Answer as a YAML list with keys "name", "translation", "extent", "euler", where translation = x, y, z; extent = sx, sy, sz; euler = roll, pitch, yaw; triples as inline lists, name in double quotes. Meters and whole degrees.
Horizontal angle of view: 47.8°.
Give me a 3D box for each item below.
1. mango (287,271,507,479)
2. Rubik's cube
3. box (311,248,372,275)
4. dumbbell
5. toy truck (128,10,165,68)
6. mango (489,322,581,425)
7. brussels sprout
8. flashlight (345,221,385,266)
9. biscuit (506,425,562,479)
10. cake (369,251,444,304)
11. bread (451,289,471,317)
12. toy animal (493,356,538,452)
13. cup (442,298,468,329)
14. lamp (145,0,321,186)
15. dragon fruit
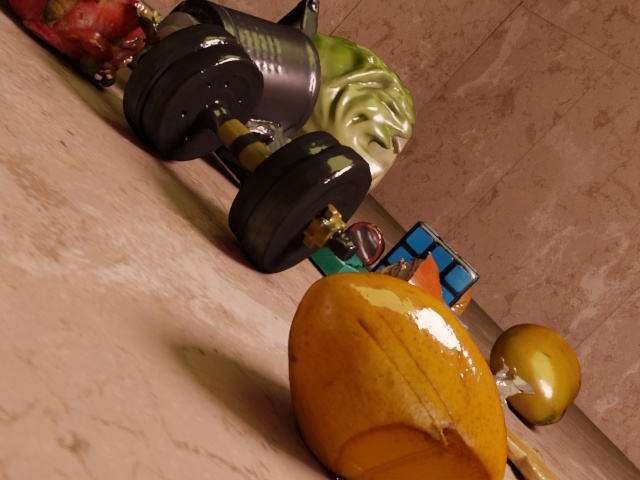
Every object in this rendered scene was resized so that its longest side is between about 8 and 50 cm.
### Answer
- name: "mango"
  translation: [0.059, 0.122, 0.578]
  extent: [0.252, 0.154, 0.126]
  euler: [54, -5, -29]
- name: "Rubik's cube"
  translation: [0.203, 0.070, 1.438]
  extent: [0.160, 0.162, 0.163]
  euler: [45, 7, 7]
- name: "box"
  translation: [0.000, 0.000, 1.236]
  extent: [0.226, 0.042, 0.161]
  euler: [48, 10, 31]
- name: "dumbbell"
  translation: [-0.092, -0.116, 0.899]
  extent: [0.388, 0.185, 0.185]
  euler: [46, 9, 18]
- name: "toy truck"
  translation: [-0.330, -0.372, 1.313]
  extent: [0.076, 0.111, 0.077]
  euler: [48, 15, 32]
- name: "mango"
  translation: [0.471, 0.294, 1.590]
  extent: [0.211, 0.173, 0.317]
  euler: [50, 21, 3]
- name: "brussels sprout"
  translation: [-0.001, -0.258, 1.519]
  extent: [0.361, 0.342, 0.425]
  euler: [37, 5, -1]
- name: "flashlight"
  translation: [0.094, 0.014, 1.491]
  extent: [0.093, 0.093, 0.232]
  euler: [45, 4, 9]
- name: "biscuit"
  translation: [0.301, 0.324, 1.074]
  extent: [0.234, 0.030, 0.153]
  euler: [44, 9, 7]
- name: "cake"
  translation: [0.134, 0.092, 1.120]
  extent: [0.135, 0.098, 0.287]
  euler: [55, 19, -10]
- name: "bread"
  translation: [0.285, 0.096, 1.828]
  extent: [0.229, 0.139, 0.143]
  euler: [45, 0, 4]
- name: "toy animal"
  translation: [0.285, 0.238, 1.216]
  extent: [0.155, 0.095, 0.219]
  euler: [42, 6, -38]
- name: "cup"
  translation: [0.183, 0.134, 1.266]
  extent: [0.129, 0.095, 0.128]
  euler: [50, 8, 22]
- name: "lamp"
  translation: [-0.147, -0.282, 1.182]
  extent: [0.272, 0.205, 0.374]
  euler: [25, 53, -38]
- name: "dragon fruit"
  translation: [-0.334, -0.320, 0.990]
  extent: [0.282, 0.147, 0.211]
  euler: [50, 1, 29]
